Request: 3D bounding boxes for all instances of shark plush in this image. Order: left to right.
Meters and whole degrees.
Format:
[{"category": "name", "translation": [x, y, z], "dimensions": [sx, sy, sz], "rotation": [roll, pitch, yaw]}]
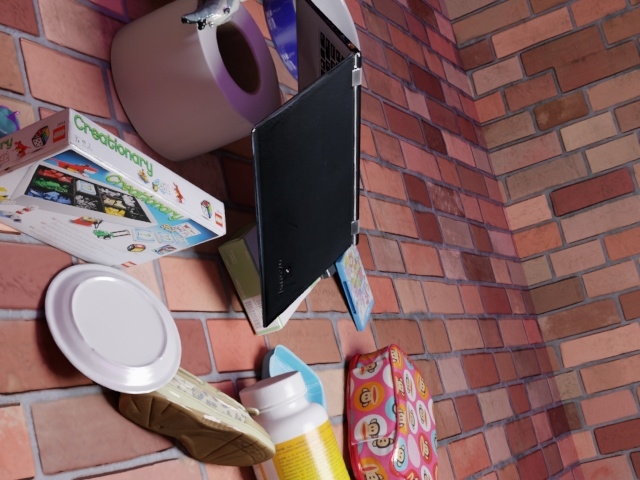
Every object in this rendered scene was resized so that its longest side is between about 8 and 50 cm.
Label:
[{"category": "shark plush", "translation": [-0.170, -0.351, 1.542], "dimensions": [0.067, 0.073, 0.161], "rotation": [46, 50, -7]}]

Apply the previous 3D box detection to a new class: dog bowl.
[{"category": "dog bowl", "translation": [-0.016, -0.472, 2.285], "dimensions": [0.265, 0.104, 0.265], "rotation": [45, 34, -44]}]

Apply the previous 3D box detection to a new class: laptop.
[{"category": "laptop", "translation": [-0.060, -0.146, 1.706], "dimensions": [0.408, 0.236, 0.382], "rotation": [-123, -155, -47]}]

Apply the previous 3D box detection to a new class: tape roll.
[{"category": "tape roll", "translation": [-0.197, -0.267, 1.656], "dimensions": [0.246, 0.169, 0.246], "rotation": [47, 33, -44]}]

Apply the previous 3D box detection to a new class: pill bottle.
[{"category": "pill bottle", "translation": [-0.039, 0.333, 1.588], "dimensions": [0.136, 0.136, 0.245], "rotation": [-20, 91, -66]}]

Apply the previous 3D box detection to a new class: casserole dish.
[{"category": "casserole dish", "translation": [-0.049, 0.256, 1.750], "dimensions": [0.188, 0.037, 0.114], "rotation": [46, 33, -45]}]

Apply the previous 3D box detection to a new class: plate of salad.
[{"category": "plate of salad", "translation": [-0.271, 0.117, 1.334], "dimensions": [0.200, 0.048, 0.200], "rotation": [31, 35, -25]}]

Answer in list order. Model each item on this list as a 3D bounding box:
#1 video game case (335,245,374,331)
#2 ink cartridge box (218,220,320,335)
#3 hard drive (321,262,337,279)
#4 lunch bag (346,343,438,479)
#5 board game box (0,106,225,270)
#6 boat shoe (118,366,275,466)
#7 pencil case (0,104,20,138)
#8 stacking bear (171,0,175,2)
[{"category": "video game case", "translation": [0.073, 0.088, 2.133], "dimensions": [0.119, 0.015, 0.166], "rotation": [-65, 141, -59]}, {"category": "ink cartridge box", "translation": [-0.086, 0.043, 1.809], "dimensions": [0.171, 0.056, 0.235], "rotation": [66, 20, -11]}, {"category": "hard drive", "translation": [0.000, 0.000, 2.065], "dimensions": [0.135, 0.022, 0.094], "rotation": [67, 24, -10]}, {"category": "lunch bag", "translation": [0.154, 0.375, 1.997], "dimensions": [0.258, 0.120, 0.293], "rotation": [49, 31, -41]}, {"category": "board game box", "translation": [-0.282, -0.050, 1.280], "dimensions": [0.305, 0.193, 0.053], "rotation": [34, 43, -54]}, {"category": "boat shoe", "translation": [-0.162, 0.237, 1.435], "dimensions": [0.285, 0.105, 0.089], "rotation": [42, 32, -43]}, {"category": "pencil case", "translation": [-0.427, -0.160, 1.208], "dimensions": [0.152, 0.064, 0.070], "rotation": [41, 62, -49]}, {"category": "stacking bear", "translation": [-0.148, -0.516, 1.795], "dimensions": [0.289, 0.175, 0.164], "rotation": [-51, 158, -47]}]
